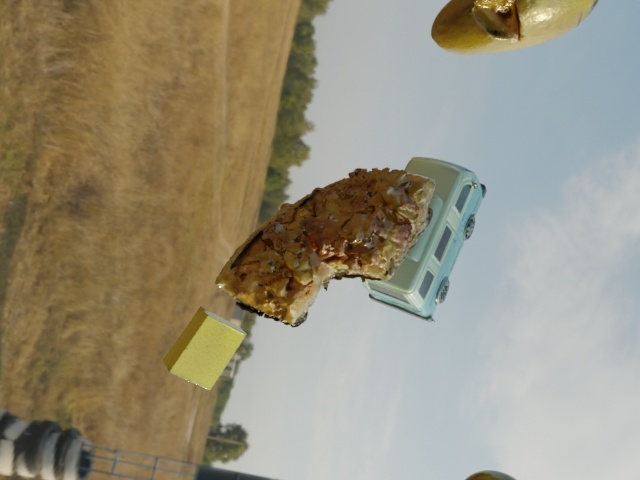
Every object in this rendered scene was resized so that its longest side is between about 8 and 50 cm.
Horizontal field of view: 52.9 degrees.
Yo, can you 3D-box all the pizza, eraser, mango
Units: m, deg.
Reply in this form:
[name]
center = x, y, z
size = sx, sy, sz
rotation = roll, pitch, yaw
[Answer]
[pizza]
center = 0.000, 0.000, 0.777
size = 0.085, 0.306, 0.161
rotation = 48, 22, -46
[eraser]
center = -0.207, 0.194, 1.157
size = 0.122, 0.097, 0.045
rotation = -55, -146, -2
[mango]
center = 0.296, -0.361, 0.991
size = 0.262, 0.167, 0.129
rotation = -15, -94, 46

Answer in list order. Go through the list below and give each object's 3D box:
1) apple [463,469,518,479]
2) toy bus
[apple]
center = 0.201, 0.314, 0.751
size = 0.074, 0.090, 0.089
rotation = 4, 102, -59
[toy bus]
center = 0.175, -0.017, 1.109
size = 0.271, 0.133, 0.165
rotation = -65, 152, -11
